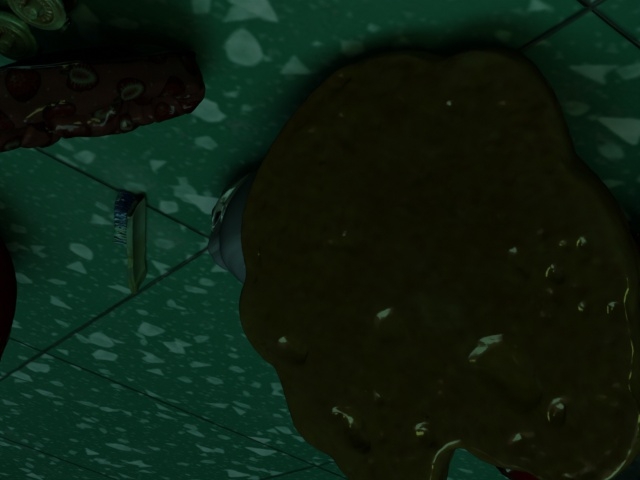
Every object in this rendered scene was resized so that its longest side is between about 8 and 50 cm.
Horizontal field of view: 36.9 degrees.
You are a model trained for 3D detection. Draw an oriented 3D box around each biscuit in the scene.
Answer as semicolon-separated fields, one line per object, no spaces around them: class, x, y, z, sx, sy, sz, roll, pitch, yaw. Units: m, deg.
biscuit;0.081;0.036;0.719;0.312;0.351;0.057;-35;168;28

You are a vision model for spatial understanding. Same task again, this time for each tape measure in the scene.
tape measure;0.004;0.000;0.888;0.196;0.105;0.178;30;152;-25

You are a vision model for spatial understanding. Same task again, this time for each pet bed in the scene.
pet bed;-0.191;-0.107;0.735;0.201;0.053;0.201;-11;-179;0

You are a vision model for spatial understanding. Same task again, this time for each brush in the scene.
brush;-0.205;0.005;1.030;0.030;0.033;0.178;19;149;1

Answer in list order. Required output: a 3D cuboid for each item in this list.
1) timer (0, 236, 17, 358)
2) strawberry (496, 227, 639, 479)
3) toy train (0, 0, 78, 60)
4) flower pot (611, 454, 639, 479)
timer;-0.522;0.066;1.012;0.378;0.279;0.378;11;149;7
strawberry;0.184;0.087;0.812;0.205;0.244;0.205;13;141;10
toy train;-0.209;-0.201;0.648;0.125;0.080;0.194;33;145;-24
flower pot;0.390;0.173;0.850;0.299;0.282;0.299;9;151;5
